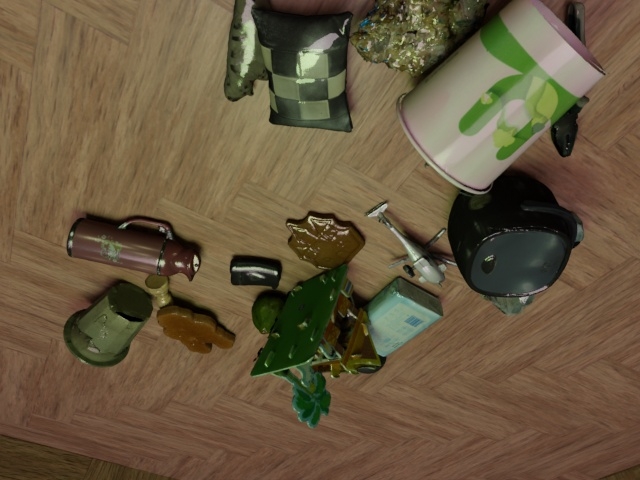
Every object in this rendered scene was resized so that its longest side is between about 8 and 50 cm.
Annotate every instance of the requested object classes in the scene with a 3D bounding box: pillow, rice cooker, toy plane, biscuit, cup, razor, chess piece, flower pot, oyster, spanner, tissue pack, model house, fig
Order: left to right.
[{"bbox_3d":[-0.633,0.248,1.320,0.212,0.212,0.202,37,116,-25],"label":"flower pot"},{"bbox_3d":[-0.487,0.158,1.320,0.065,0.066,0.122,4,137,0],"label":"chess piece"},{"bbox_3d":[-0.413,0.291,1.418,0.185,0.044,0.295,-16,139,12],"label":"biscuit"},{"bbox_3d":[-0.131,-0.376,0.836,0.093,0.051,0.241,7,130,-14],"label":"pillow"},{"bbox_3d":[-0.185,0.093,1.243,0.147,0.054,0.090,5,131,-1],"label":"razor"},{"bbox_3d":[-0.152,0.233,1.297,0.123,0.156,0.123,1,125,2],"label":"fig"},{"bbox_3d":[-0.026,-0.319,0.829,0.185,0.106,0.250,9,144,9],"label":"pillow"},{"bbox_3d":[0.000,0.002,1.165,0.215,0.034,0.182,25,128,-17],"label":"biscuit"},{"bbox_3d":[0.034,0.306,1.170,0.242,0.358,0.313,-30,112,37],"label":"model house"},{"bbox_3d":[0.218,0.238,1.323,0.177,0.089,0.263,30,129,-17],"label":"tissue pack"},{"bbox_3d":[0.243,0.017,1.118,0.181,0.107,0.273,-21,122,14],"label":"toy plane"},{"bbox_3d":[0.178,-0.400,0.773,0.259,0.092,0.198,-7,134,6],"label":"oyster"},{"bbox_3d":[0.311,-0.257,0.761,0.253,0.253,0.274,29,133,-20],"label":"cup"},{"bbox_3d":[0.501,0.125,1.204,0.251,0.087,0.200,4,122,-9],"label":"oyster"},{"bbox_3d":[0.429,-0.015,0.998,0.266,0.225,0.268,2,129,3],"label":"rice cooker"},{"bbox_3d":[0.480,-0.296,0.862,0.095,0.040,0.325,-21,131,12],"label":"spanner"}]

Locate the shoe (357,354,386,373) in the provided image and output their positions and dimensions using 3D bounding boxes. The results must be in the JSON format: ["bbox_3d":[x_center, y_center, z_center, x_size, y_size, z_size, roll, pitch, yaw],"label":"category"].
[{"bbox_3d":[0.108,0.358,1.421,0.240,0.108,0.093,14,134,-4],"label":"shoe"}]

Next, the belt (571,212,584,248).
[{"bbox_3d":[0.592,-0.015,1.098,0.105,0.058,0.140,41,126,-20],"label":"belt"}]

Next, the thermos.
[{"bbox_3d":[-0.487,0.016,1.176,0.329,0.137,0.109,13,158,-8],"label":"thermos"}]
